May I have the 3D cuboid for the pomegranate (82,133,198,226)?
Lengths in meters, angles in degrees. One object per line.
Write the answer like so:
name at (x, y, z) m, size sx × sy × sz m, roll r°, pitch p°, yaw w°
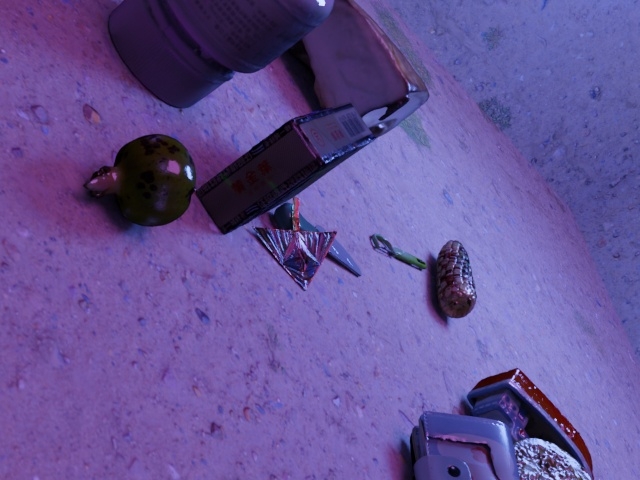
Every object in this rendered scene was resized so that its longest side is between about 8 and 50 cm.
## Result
pomegranate at (-0.230, -0.076, 1.226) m, size 0.161 × 0.122 × 0.122 m, roll -5°, pitch 59°, yaw -34°

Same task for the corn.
corn at (0.290, 0.080, 2.106) m, size 0.086 × 0.086 × 0.253 m, roll 47°, pitch 21°, yaw -20°

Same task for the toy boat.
toy boat at (0.410, 0.405, 1.835) m, size 0.332 × 0.145 × 0.133 m, roll 49°, pitch 46°, yaw -11°

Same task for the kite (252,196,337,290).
kite at (-0.034, 0.004, 1.575) m, size 0.190 × 0.010 × 0.159 m, roll 2°, pitch 72°, yaw -45°

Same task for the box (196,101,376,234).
box at (-0.045, -0.124, 1.542) m, size 0.084 × 0.198 × 0.310 m, roll 56°, pitch 22°, yaw -1°

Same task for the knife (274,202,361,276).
knife at (-0.001, -0.001, 1.695) m, size 0.260 × 0.034 × 0.063 m, roll 35°, pitch 30°, yaw -51°

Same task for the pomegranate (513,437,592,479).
pomegranate at (0.328, 0.441, 1.601) m, size 0.240 × 0.159 × 0.190 m, roll 8°, pitch 37°, yaw -24°

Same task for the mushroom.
mushroom at (0.062, -0.429, 2.163) m, size 0.397 × 0.224 × 0.313 m, roll 56°, pitch 24°, yaw 4°

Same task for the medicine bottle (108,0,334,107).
medicine bottle at (-0.158, -0.371, 1.518) m, size 0.241 × 0.302 × 0.241 m, roll 45°, pitch 24°, yaw -27°

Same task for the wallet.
wallet at (0.227, 0.381, 1.470) m, size 0.176 × 0.075 × 0.250 m, roll 12°, pitch 39°, yaw -12°

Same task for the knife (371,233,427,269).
knife at (0.163, 0.022, 2.016) m, size 0.212 × 0.015 × 0.054 m, roll 25°, pitch 30°, yaw -51°
